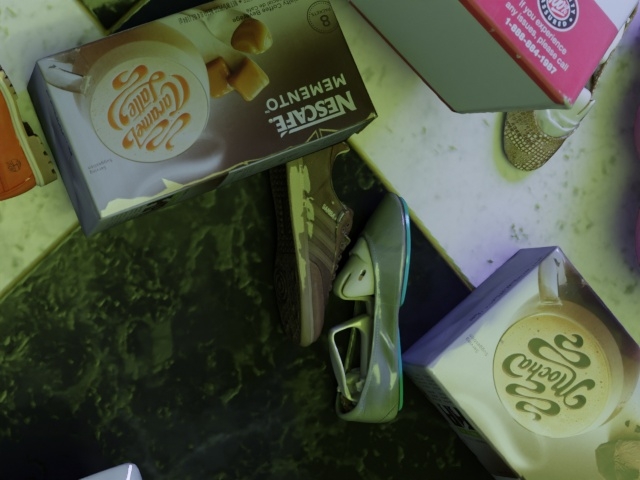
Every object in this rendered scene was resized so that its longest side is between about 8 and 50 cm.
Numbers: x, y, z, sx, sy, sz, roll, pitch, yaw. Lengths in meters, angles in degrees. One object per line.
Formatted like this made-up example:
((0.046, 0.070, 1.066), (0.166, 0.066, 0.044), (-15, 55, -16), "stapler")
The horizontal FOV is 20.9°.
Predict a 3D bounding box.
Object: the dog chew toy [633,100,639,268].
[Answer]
((0.381, -0.086, 1.605), (0.206, 0.206, 0.332), (-13, 97, -19), "dog chew toy")

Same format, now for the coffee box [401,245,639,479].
((0.233, 0.171, 1.594), (0.168, 0.119, 0.297), (-41, 96, -10), "coffee box")

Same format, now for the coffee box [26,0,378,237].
((-0.098, -0.113, 1.427), (0.246, 0.098, 0.141), (-20, 86, -17), "coffee box")

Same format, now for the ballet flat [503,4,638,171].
((0.231, -0.157, 1.591), (0.073, 0.067, 0.206), (21, 93, -25), "ballet flat")

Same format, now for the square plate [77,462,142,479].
((-0.264, 0.392, 1.410), (0.344, 0.049, 0.347), (-20, 113, -18), "square plate")

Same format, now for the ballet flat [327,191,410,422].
((0.042, 0.063, 1.559), (0.068, 0.072, 0.213), (-2, 102, -17), "ballet flat")

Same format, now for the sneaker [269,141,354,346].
((0.000, 0.000, 1.531), (0.071, 0.066, 0.188), (-8, 104, -21), "sneaker")

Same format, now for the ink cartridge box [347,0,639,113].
((0.170, -0.337, 1.437), (0.279, 0.160, 0.385), (43, 70, -24), "ink cartridge box")

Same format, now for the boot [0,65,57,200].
((-0.282, -0.100, 1.402), (0.084, 0.059, 0.158), (-26, 111, -10), "boot")
